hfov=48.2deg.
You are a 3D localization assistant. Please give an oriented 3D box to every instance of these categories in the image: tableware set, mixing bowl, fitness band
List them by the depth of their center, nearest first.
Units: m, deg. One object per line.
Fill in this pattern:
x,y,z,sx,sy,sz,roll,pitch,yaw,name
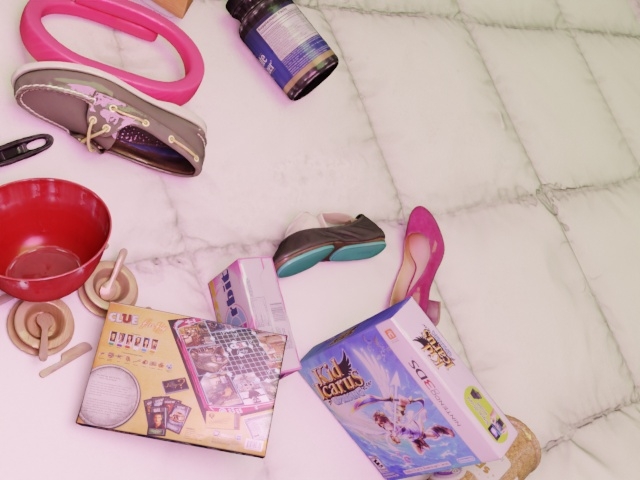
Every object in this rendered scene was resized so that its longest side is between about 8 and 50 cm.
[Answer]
-0.364,0.013,0.932,0.182,0.098,0.181,7,45,-8,mixing bowl
-0.329,0.086,0.976,0.194,0.039,0.128,-33,88,-42,tableware set
-0.327,-0.313,1.150,0.291,0.054,0.209,13,46,-30,fitness band

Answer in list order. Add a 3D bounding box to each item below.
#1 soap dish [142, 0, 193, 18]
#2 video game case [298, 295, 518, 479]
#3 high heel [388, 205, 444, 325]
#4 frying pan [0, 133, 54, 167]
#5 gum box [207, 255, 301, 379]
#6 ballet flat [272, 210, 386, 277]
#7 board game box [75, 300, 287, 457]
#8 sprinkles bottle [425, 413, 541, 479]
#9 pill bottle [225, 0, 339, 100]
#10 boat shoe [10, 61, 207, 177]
-0.290,-0.572,1.302,0.229,0.118,0.290,31,53,-19,soap dish
0.114,0.233,1.066,0.244,0.269,0.061,52,50,-1,video game case
0.166,0.041,1.335,0.117,0.082,0.244,16,70,-40,high heel
-0.475,-0.061,0.925,0.326,0.053,0.197,-3,83,-50,frying pan
-0.101,0.130,1.073,0.062,0.107,0.188,-3,68,-37,gum box
0.000,0.000,1.236,0.280,0.095,0.096,-8,62,-49,ballet flat
-0.178,0.185,0.952,0.243,0.042,0.165,12,69,-4,board game box
0.222,0.416,1.149,0.355,0.121,0.121,-27,84,-42,sprinkles bottle
-0.075,-0.385,1.356,0.219,0.123,0.123,51,48,-2,pill bottle
-0.311,-0.177,1.083,0.305,0.109,0.091,17,53,-33,boat shoe
